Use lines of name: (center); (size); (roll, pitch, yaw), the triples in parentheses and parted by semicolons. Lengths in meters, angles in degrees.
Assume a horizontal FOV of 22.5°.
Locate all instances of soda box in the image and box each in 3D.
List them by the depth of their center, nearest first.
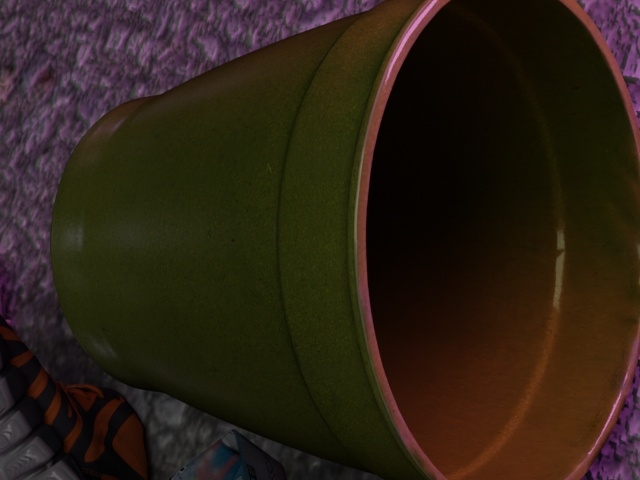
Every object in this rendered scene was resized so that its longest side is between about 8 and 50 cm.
soda box: (-0.108, 0.223, 1.193); (0.183, 0.063, 0.058); (-39, 36, 14)

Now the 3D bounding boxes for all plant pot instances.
plant pot: (0.000, 0.000, 1.183); (0.353, 0.366, 0.366); (0, 72, 39)

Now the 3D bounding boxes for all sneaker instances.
sneaker: (-0.260, 0.128, 1.327); (0.124, 0.180, 0.321); (-31, 88, 15)

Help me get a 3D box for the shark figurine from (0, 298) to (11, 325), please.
shark figurine: (-0.338, 0.075, 1.442); (0.166, 0.116, 0.278); (-1, 74, 25)
